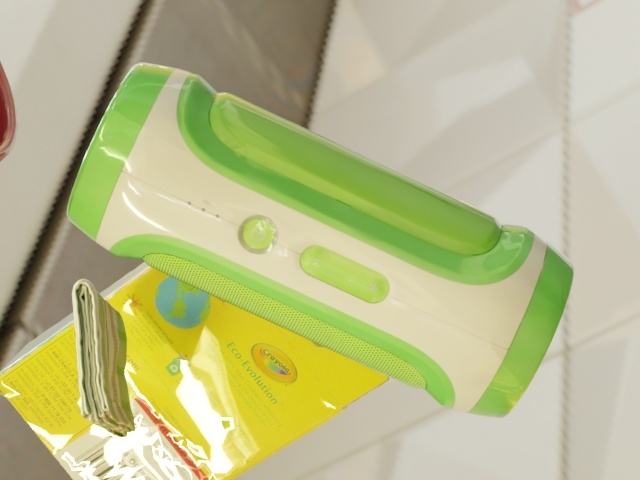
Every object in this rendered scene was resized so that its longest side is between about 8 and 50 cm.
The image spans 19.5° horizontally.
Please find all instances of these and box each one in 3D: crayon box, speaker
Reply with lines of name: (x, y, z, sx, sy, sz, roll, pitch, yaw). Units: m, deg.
crayon box: (-0.107, 0.110, 1.644, 0.202, 0.318, 0.081, 53, -154, -8)
speaker: (0.000, 0.000, 1.147, 0.296, 0.131, 0.131, 25, -151, -2)

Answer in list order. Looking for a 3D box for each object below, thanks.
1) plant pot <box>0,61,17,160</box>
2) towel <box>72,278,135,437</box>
plant pot: (-0.313, -0.082, 1.112, 0.201, 0.180, 0.201, 50, -163, -21)
towel: (-0.171, 0.097, 1.498, 0.152, 0.023, 0.113, 66, -162, -78)
